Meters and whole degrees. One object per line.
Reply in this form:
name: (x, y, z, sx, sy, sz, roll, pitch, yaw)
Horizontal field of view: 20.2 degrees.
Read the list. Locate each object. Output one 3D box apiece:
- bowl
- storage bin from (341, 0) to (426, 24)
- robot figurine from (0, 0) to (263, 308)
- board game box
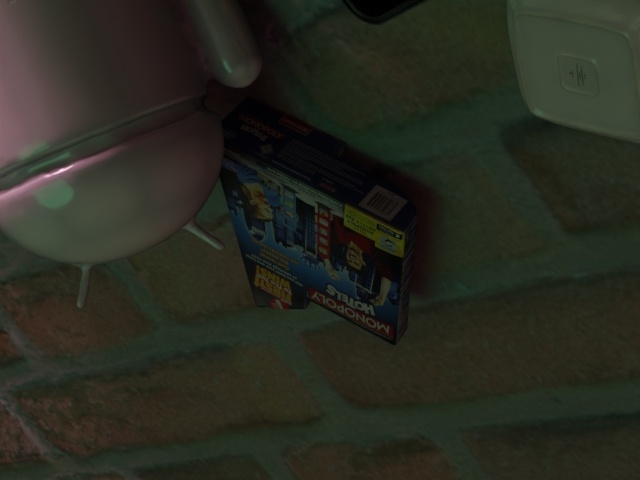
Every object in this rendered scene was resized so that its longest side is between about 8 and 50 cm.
bowl: (0.187, -0.125, 1.216, 0.142, 0.053, 0.142, 18, 140, 33)
storage bin: (0.035, -0.250, 1.204, 0.180, 0.084, 0.122, 53, 145, -13)
robot figurine: (-0.201, -0.132, 1.419, 0.300, 0.200, 0.354, -22, 93, 8)
board game box: (0.000, 0.000, 1.534, 0.194, 0.060, 0.194, 28, 144, 21)
